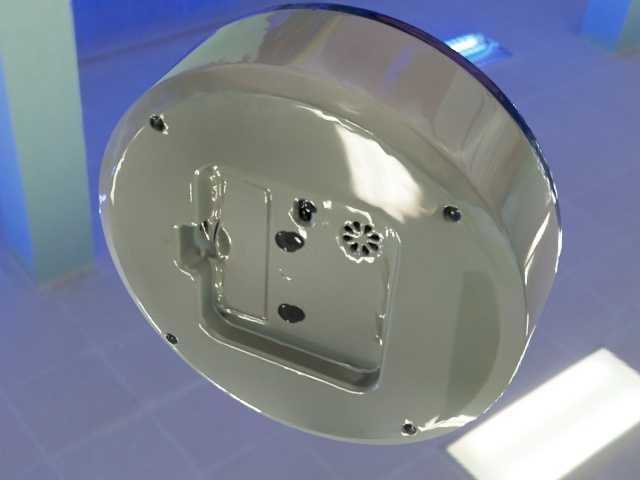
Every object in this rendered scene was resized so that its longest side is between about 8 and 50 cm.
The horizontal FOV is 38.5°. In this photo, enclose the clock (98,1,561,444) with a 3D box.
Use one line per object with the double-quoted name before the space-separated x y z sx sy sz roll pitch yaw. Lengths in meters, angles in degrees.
"clock" 0.000 0.000 0.469 0.230 0.230 0.083 22 -138 15
